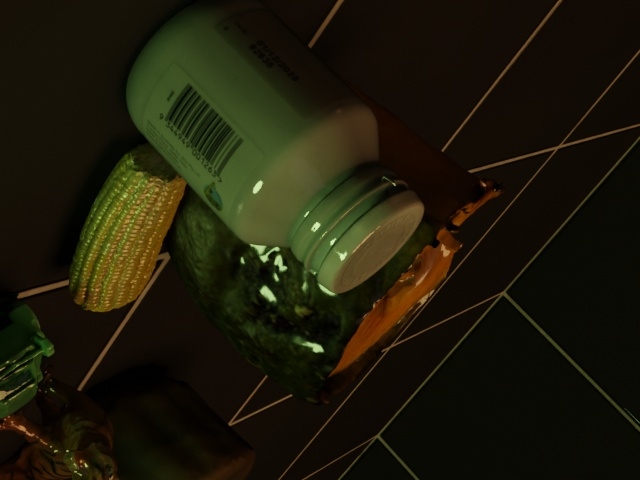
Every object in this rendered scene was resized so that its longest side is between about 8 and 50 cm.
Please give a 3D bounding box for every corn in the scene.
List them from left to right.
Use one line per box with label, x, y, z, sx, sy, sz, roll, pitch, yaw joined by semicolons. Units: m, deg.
corn;-0.156;-0.011;1.005;0.085;0.063;0.165;-13;145;-42

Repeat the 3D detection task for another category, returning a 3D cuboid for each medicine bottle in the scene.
medicine bottle;-0.029;-0.067;0.895;0.135;0.215;0.135;-39;163;-14

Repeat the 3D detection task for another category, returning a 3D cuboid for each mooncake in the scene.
mooncake;-0.227;0.289;1.398;0.290;0.161;0.290;-39;164;-14

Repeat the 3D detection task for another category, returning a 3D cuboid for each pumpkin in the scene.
pumpkin;0.000;0.000;1.108;0.256;0.225;0.303;-40;162;-27

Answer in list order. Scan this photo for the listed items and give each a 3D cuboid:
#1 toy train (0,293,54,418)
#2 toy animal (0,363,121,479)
toy train;-0.266;0.108;1.009;0.099;0.081;0.149;-35;161;-29
toy animal;-0.270;0.205;1.162;0.255;0.116;0.114;-34;-169;48
